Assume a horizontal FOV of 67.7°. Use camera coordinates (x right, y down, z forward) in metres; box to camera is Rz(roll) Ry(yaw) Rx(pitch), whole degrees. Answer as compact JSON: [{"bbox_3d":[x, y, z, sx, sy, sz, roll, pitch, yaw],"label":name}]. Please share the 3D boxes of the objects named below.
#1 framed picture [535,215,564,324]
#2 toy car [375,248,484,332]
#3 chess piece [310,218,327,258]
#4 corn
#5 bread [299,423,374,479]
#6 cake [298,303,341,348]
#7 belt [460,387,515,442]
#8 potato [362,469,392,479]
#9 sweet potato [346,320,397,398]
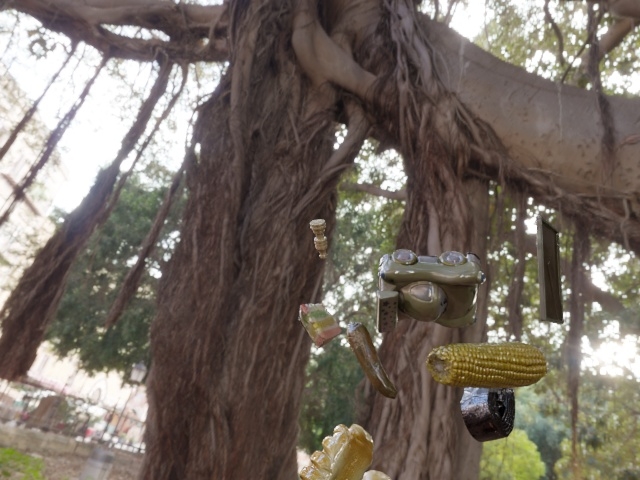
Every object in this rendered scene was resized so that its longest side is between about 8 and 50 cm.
[{"bbox_3d":[0.731,0.101,1.516,0.020,0.323,0.241,-6,-13,37],"label":"framed picture"},{"bbox_3d":[0.352,0.180,1.561,0.336,0.226,0.242,4,-54,9],"label":"toy car"},{"bbox_3d":[0.000,0.000,1.088,0.035,0.035,0.092,3,-65,26],"label":"chess piece"},{"bbox_3d":[0.496,0.369,1.404,0.388,0.143,0.144,1,-21,-21],"label":"corn"},{"bbox_3d":[0.031,0.670,1.365,0.121,0.311,0.172,-2,-51,53],"label":"bread"},{"bbox_3d":[0.001,0.223,1.301,0.109,0.090,0.225,56,-10,14],"label":"cake"},{"bbox_3d":[0.627,0.625,1.808,0.164,0.289,0.184,-36,-87,35],"label":"belt"},{"bbox_3d":[0.188,0.805,1.478,0.119,0.178,0.109,-1,-40,-32],"label":"potato"},{"bbox_3d":[0.149,0.362,1.454,0.075,0.273,0.075,-18,-38,-14],"label":"sweet potato"}]
